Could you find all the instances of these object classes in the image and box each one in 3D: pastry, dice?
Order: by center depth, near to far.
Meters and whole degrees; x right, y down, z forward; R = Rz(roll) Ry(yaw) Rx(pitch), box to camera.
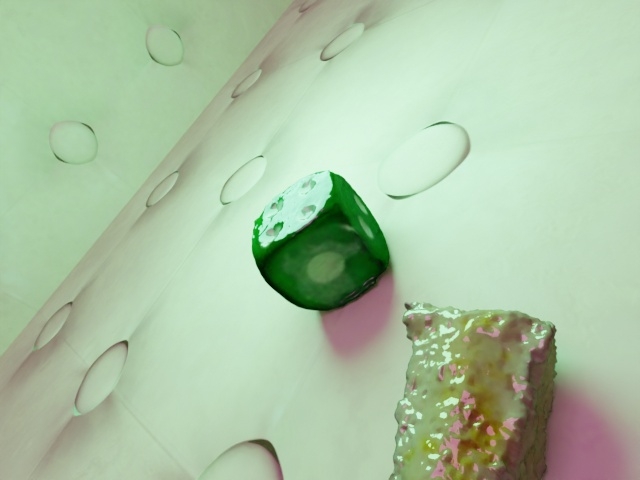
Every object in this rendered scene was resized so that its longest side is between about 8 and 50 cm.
[{"bbox_3d":[0.099,0.158,0.295,0.122,0.089,0.258,-18,43,42],"label":"pastry"},{"bbox_3d":[0.000,0.000,0.536,0.128,0.131,0.120,-34,35,20],"label":"dice"}]
